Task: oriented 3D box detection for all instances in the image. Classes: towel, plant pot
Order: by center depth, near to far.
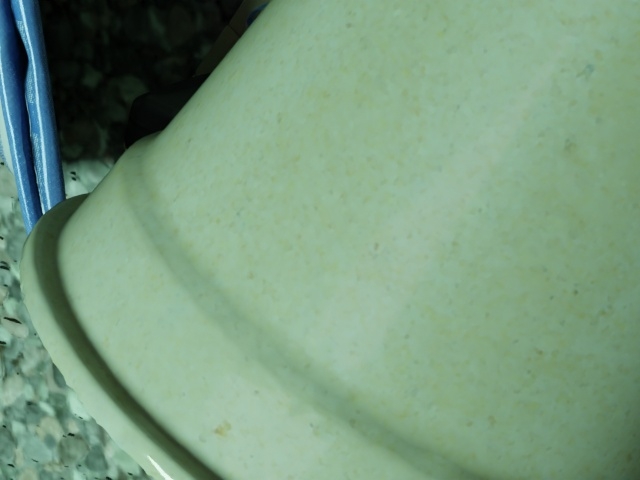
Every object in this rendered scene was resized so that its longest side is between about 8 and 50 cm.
[{"bbox_3d":[0.086,-0.039,0.847,0.334,0.334,0.305,38,109,17],"label":"plant pot"},{"bbox_3d":[-0.167,-0.104,1.041,0.034,0.285,0.209,-10,107,-9],"label":"towel"}]

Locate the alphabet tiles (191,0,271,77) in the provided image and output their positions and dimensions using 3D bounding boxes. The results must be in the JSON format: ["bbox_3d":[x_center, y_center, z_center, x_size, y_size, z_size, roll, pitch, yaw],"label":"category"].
[{"bbox_3d":[0.000,0.000,1.098,0.237,0.009,0.198,46,125,11],"label":"alphabet tiles"}]

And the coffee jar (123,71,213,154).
[{"bbox_3d":[-0.067,-0.001,1.076,0.079,0.096,0.184,22,118,27],"label":"coffee jar"}]
